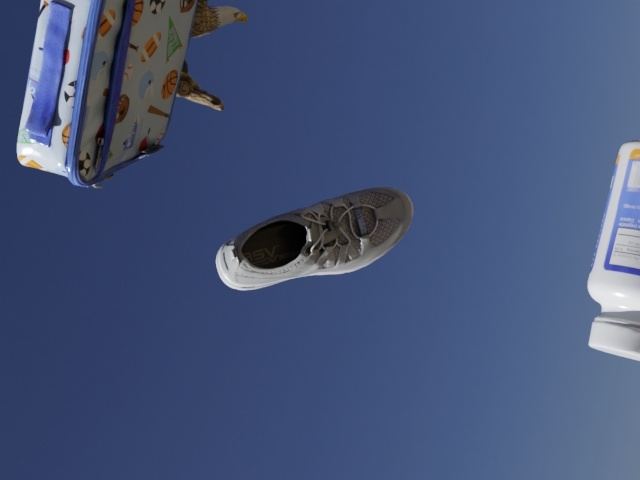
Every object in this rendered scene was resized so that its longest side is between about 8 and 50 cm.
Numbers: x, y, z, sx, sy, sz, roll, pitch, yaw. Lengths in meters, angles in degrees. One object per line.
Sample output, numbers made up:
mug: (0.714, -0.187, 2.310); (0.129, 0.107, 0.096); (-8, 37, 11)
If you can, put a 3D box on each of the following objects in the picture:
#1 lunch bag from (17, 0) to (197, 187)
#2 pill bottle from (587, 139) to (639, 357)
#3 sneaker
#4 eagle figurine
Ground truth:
lunch bag: (-0.254, -0.213, 1.652); (0.243, 0.115, 0.303); (-37, -36, -61)
pill bottle: (0.431, 0.018, 1.792); (0.152, 0.152, 0.272); (27, -104, -71)
sneaker: (0.000, 0.000, 1.880); (0.115, 0.281, 0.105); (130, 118, -79)
eagle figurine: (-0.194, -0.355, 2.009); (0.225, 0.226, 0.298); (-27, -55, -65)
